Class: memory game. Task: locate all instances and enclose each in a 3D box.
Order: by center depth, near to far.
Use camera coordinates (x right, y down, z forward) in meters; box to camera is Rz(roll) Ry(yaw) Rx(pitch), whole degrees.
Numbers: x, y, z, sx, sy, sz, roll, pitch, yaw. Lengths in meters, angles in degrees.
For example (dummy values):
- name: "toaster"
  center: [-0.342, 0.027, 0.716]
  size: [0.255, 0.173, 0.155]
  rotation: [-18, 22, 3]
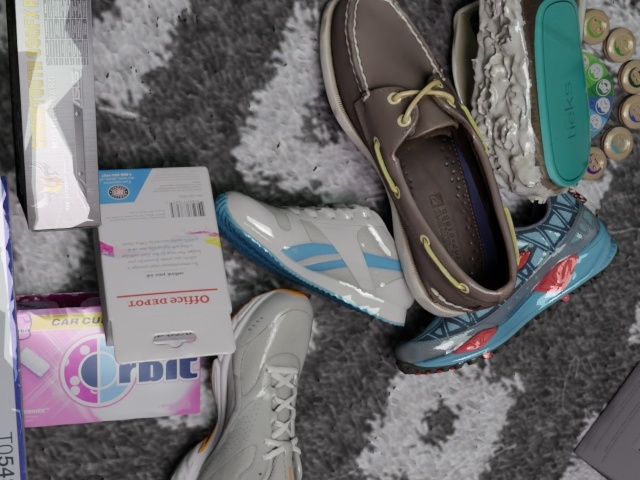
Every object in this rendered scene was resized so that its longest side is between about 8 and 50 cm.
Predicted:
- name: "memory game"
  center: [0.266, -0.149, 1.064]
  size: [0.186, 0.012, 0.186]
  rotation: [-4, 102, -18]

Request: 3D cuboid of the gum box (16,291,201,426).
- name: "gum box"
  center: [-0.197, 0.104, 0.930]
  size: [0.188, 0.062, 0.107]
  rotation: [-2, 101, -18]

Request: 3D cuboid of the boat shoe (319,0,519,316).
- name: "boat shoe"
  center: [0.094, -0.089, 0.932]
  size: [0.116, 0.096, 0.324]
  rotation: [-18, 87, -21]

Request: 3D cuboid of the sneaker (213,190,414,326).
- name: "sneaker"
  center: [0.000, 0.000, 0.971]
  size: [0.228, 0.087, 0.092]
  rotation: [27, 84, -28]

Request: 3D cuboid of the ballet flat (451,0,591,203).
- name: "ballet flat"
  center: [0.178, -0.239, 0.952]
  size: [0.147, 0.147, 0.409]
  rotation: [-4, 102, -18]

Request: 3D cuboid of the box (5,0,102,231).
- name: "box"
  center: [-0.217, -0.134, 0.814]
  size: [0.056, 0.183, 0.231]
  rotation: [-4, 102, -18]

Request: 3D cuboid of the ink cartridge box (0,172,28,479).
- name: "ink cartridge box"
  center: [-0.419, 0.106, 0.847]
  size: [0.330, 0.071, 0.324]
  rotation: [-3, 100, -16]

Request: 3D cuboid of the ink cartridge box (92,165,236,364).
- name: "ink cartridge box"
  center: [-0.139, 0.029, 0.885]
  size: [0.104, 0.061, 0.181]
  rotation: [-3, 63, -17]

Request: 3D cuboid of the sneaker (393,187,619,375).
- name: "sneaker"
  center: [0.168, 0.036, 1.037]
  size: [0.262, 0.104, 0.125]
  rotation: [-34, 91, -14]

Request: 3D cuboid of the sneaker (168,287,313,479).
- name: "sneaker"
  center: [-0.049, 0.177, 0.952]
  size: [0.099, 0.121, 0.262]
  rotation: [13, 99, -42]

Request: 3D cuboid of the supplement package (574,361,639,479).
- name: "supplement package"
  center: [0.409, 0.246, 1.063]
  size: [0.139, 0.244, 0.134]
  rotation: [38, 87, -20]
